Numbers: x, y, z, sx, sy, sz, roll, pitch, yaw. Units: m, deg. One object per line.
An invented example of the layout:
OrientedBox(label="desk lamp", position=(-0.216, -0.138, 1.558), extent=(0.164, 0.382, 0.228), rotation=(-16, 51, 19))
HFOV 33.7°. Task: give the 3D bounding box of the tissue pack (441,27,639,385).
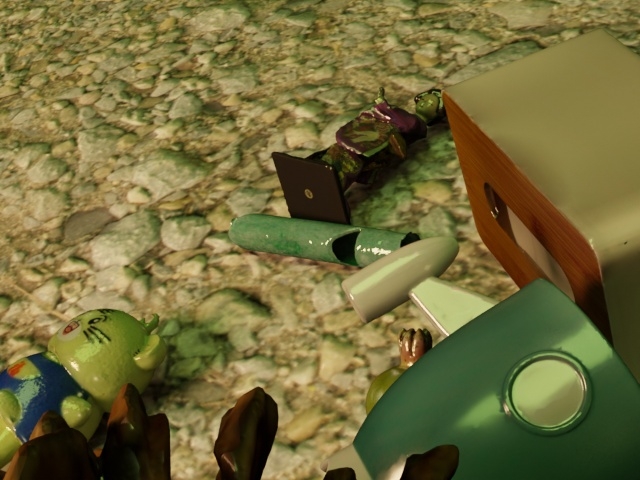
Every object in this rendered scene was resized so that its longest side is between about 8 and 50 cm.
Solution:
OrientedBox(label="tissue pack", position=(0.208, -0.025, 0.760), extent=(0.136, 0.159, 0.246), rotation=(-24, 35, -5))

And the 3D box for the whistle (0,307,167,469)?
OrientedBox(label="whistle", position=(-0.221, 0.129, 0.849), extent=(0.227, 0.085, 0.105), rotation=(-38, 30, -19))

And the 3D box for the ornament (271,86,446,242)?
OrientedBox(label="ornament", position=(0.051, -0.097, 0.995), extent=(0.088, 0.081, 0.203), rotation=(21, 54, 43))

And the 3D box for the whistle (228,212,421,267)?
OrientedBox(label="whistle", position=(0.000, 0.000, 0.936), extent=(0.186, 0.039, 0.039), rotation=(9, 46, 35))

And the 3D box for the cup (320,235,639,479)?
OrientedBox(label="cup", position=(0.098, 0.132, 0.617), extent=(0.173, 0.167, 0.299), rotation=(-31, 63, -3))

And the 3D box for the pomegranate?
OrientedBox(label="pomegranate", position=(0.071, 0.108, 0.729), extent=(0.073, 0.073, 0.084), rotation=(22, 84, 44))

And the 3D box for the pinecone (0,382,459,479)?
OrientedBox(label="pinecone", position=(0.019, 0.232, 0.397), extent=(0.385, 0.384, 0.384), rotation=(-14, 37, 11))
